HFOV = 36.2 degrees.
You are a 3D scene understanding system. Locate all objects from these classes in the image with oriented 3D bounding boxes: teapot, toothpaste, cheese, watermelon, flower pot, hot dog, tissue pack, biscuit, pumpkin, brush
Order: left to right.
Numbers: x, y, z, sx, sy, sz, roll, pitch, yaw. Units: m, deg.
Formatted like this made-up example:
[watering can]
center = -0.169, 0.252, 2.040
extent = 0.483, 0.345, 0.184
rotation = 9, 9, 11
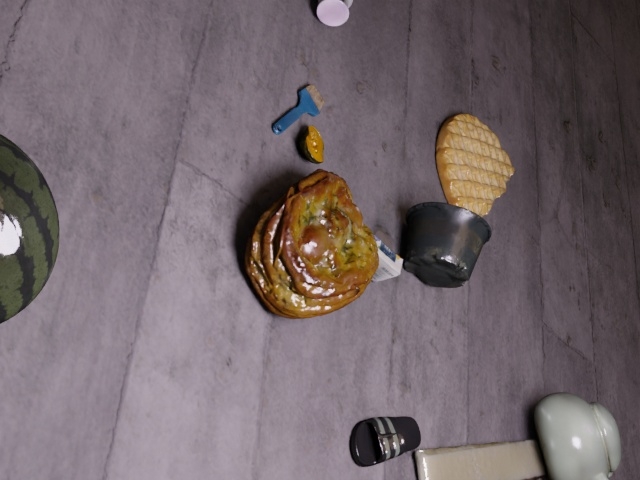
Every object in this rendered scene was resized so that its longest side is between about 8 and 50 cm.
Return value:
[watermelon]
center = -0.362, -0.010, 0.962
extent = 0.212, 0.212, 0.212
rotation = 28, 52, -41
[brush]
center = -0.038, -0.216, 1.641
extent = 0.051, 0.014, 0.164
rotation = 57, 38, -12
[pumpkin]
center = -0.017, -0.155, 1.624
extent = 0.050, 0.028, 0.083
rotation = 50, 31, -25
[hot dog]
center = 0.000, 0.000, 1.488
extent = 0.272, 0.122, 0.196
rotation = -38, 103, -51
[toothpaste]
center = 0.040, -0.526, 1.867
extent = 0.100, 0.066, 0.323
rotation = 42, 38, -32
[tissue pack]
center = 0.089, 0.030, 1.632
extent = 0.083, 0.062, 0.042
rotation = 41, 46, -31
[flower pot]
center = 0.218, 0.016, 1.742
extent = 0.157, 0.157, 0.107
rotation = 35, 60, -36
[biscuit]
center = 0.319, -0.166, 2.046
extent = 0.204, 0.040, 0.309
rotation = 60, 37, -10
[cheese]
center = 0.289, 0.396, 1.721
extent = 0.400, 0.034, 0.085
rotation = 10, 62, -50
[teapot]
center = 0.500, 0.393, 1.900
extent = 0.318, 0.149, 0.220
rotation = 9, 68, -81

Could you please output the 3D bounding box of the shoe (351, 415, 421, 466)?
[shoe]
center = 0.115, 0.306, 1.532
extent = 0.179, 0.049, 0.071
rotation = 2, 70, -51
